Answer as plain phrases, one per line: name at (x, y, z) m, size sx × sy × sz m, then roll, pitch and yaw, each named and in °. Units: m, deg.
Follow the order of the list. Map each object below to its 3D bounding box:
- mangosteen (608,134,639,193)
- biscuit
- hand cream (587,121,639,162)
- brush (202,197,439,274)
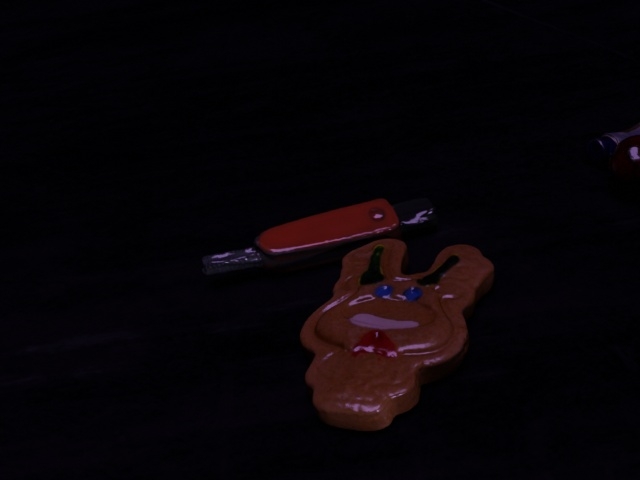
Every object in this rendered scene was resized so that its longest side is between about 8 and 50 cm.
mangosteen at (0.425, -0.099, 1.730) m, size 0.081 × 0.081 × 0.081 m, roll -6°, pitch 35°, yaw 5°
biscuit at (0.084, 0.099, 1.554) m, size 0.202 × 0.047 × 0.334 m, roll 7°, pitch 39°, yaw 22°
hand cream at (0.446, -0.149, 1.833) m, size 0.163 × 0.039 × 0.062 m, roll -22°, pitch 34°, yaw -27°
brush at (0.000, 0.001, 1.716) m, size 0.323 × 0.051 × 0.070 m, roll -12°, pitch 41°, yaw -9°
